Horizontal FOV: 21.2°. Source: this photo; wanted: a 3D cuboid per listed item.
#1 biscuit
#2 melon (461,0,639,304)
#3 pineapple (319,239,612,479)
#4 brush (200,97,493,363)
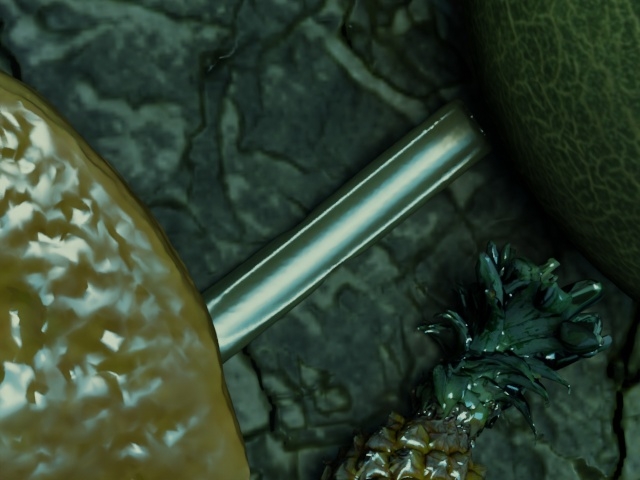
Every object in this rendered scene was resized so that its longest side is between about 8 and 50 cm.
[{"bbox_3d":[-0.221,0.089,0.724,0.365,0.062,0.385,-35,107,-12],"label":"biscuit"},{"bbox_3d":[0.187,-0.098,0.769,0.237,0.237,0.302,-32,96,-15],"label":"melon"},{"bbox_3d":[0.053,0.102,0.795,0.083,0.103,0.221,34,80,0],"label":"pineapple"},{"bbox_3d":[0.000,0.000,0.824,0.190,0.027,0.034,-39,96,-6],"label":"brush"}]
